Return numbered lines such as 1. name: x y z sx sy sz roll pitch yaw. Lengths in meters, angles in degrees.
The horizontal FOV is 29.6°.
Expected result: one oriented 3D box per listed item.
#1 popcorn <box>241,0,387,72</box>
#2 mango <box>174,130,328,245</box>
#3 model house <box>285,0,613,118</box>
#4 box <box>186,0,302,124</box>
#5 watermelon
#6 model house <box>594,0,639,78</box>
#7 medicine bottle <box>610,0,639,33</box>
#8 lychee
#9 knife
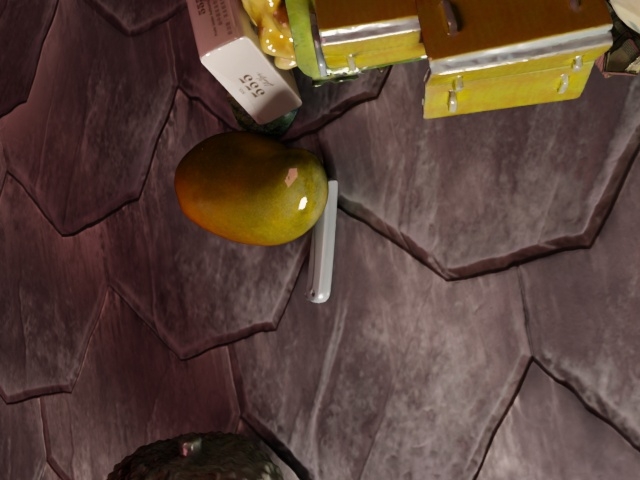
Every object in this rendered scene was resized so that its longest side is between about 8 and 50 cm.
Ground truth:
1. popcorn: 0.002 -0.349 1.374 0.281 0.297 0.315 19 86 -1
2. mango: -0.084 -0.063 1.554 0.289 0.129 0.146 21 103 54
3. model house: 0.108 -0.268 1.062 0.323 0.301 0.340 -97 -3 -62
4. box: -0.109 -0.292 1.518 0.071 0.168 0.259 -26 56 13
5. watermelon: -0.072 -0.188 1.599 0.092 0.084 0.072 -14 54 7
6. model house: 0.298 -0.197 1.235 0.058 0.057 0.083 -42 65 32
7. medicine bottle: 0.453 -0.185 0.957 0.406 0.236 0.235 43 120 36
8. lychee: -0.163 0.369 1.569 0.255 0.255 0.274 23 115 42
9. knife: 0.000 0.000 1.557 0.044 0.023 0.162 13 101 57
